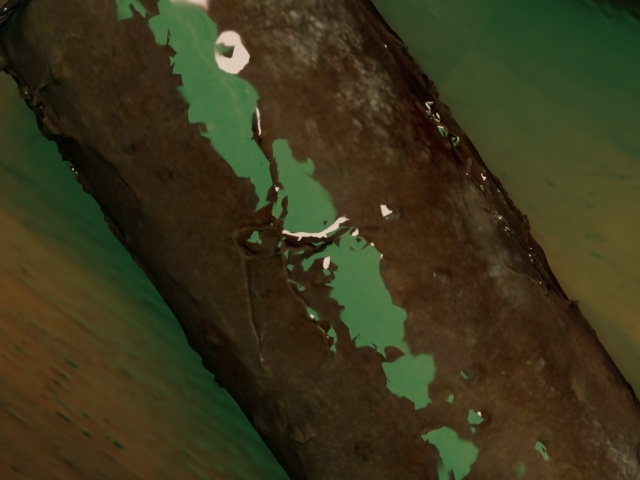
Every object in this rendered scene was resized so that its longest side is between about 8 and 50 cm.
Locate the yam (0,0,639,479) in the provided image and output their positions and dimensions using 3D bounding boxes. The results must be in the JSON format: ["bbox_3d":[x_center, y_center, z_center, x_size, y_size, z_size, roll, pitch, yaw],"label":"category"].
[{"bbox_3d":[0.000,0.000,0.506,0.131,0.131,0.279,-34,93,7],"label":"yam"}]
